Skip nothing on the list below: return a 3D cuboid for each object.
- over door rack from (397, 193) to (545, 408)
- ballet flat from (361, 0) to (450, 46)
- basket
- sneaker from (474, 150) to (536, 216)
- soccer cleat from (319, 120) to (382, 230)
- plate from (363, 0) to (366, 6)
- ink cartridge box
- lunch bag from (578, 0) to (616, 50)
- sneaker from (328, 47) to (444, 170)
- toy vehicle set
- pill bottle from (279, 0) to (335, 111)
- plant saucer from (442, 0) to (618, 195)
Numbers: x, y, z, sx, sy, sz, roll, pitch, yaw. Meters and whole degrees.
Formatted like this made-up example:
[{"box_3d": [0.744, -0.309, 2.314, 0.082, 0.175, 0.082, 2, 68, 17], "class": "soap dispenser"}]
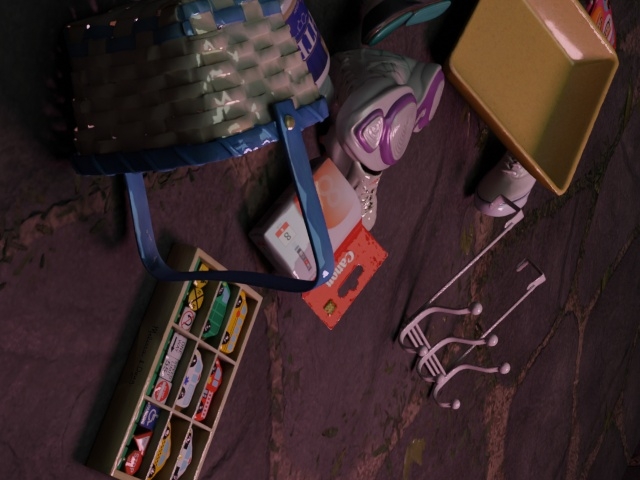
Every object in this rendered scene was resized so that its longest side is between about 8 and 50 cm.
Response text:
[{"box_3d": [0.283, 0.117, 1.902, 0.324, 0.108, 0.239, -52, 144, -15], "class": "over door rack"}, {"box_3d": [0.102, -0.318, 1.506, 0.203, 0.074, 0.074, -33, 128, -46], "class": "ballet flat"}, {"box_3d": [-0.109, -0.092, 1.064, 0.201, 0.254, 0.289, -23, 110, -48], "class": "basket"}, {"box_3d": [0.352, -0.136, 2.000, 0.258, 0.094, 0.091, -45, 146, -43], "class": "sneaker"}, {"box_3d": [0.054, -0.081, 1.529, 0.068, 0.076, 0.196, -56, 144, -35], "class": "soccer cleat"}, {"box_3d": [0.104, -0.405, 1.558, 0.188, 0.024, 0.188, -26, 122, -54], "class": "plate"}, {"box_3d": [0.009, 0.005, 1.428, 0.179, 0.045, 0.145, 49, 63, -21], "class": "ink cartridge box"}, {"box_3d": [0.478, -0.327, 2.152, 0.293, 0.120, 0.258, -64, 151, -20], "class": "lunch bag"}, {"box_3d": [0.056, -0.175, 1.412, 0.305, 0.152, 0.114, -43, 152, -65], "class": "sneaker"}, {"box_3d": [-0.161, 0.156, 1.277, 0.166, 0.035, 0.267, 42, 63, -57], "class": "toy vehicle set"}, {"box_3d": [-0.052, -0.216, 1.261, 0.112, 0.112, 0.187, -65, 148, -23], "class": "pill bottle"}, {"box_3d": [0.342, -0.294, 1.866, 0.333, 0.081, 0.333, 44, 58, -28], "class": "plant saucer"}]
